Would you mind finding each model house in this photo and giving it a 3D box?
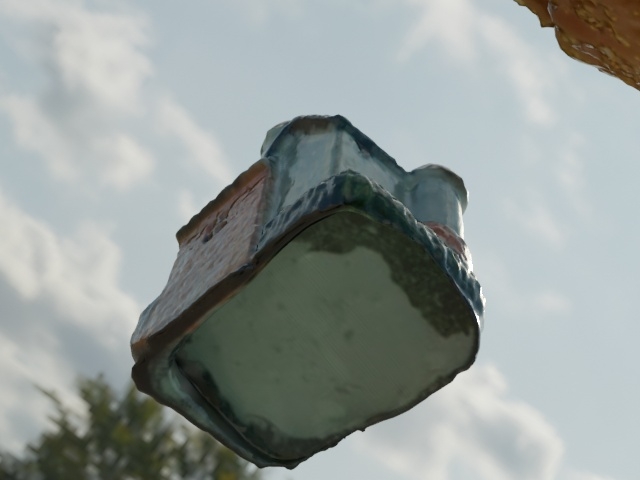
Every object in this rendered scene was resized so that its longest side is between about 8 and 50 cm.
[{"bbox_3d":[0.000,0.000,1.495,0.184,0.291,0.253,37,-58,-24],"label":"model house"}]

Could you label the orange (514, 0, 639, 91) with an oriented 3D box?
[{"bbox_3d":[0.218,-0.230,1.017,0.340,0.293,0.340,45,2,-2],"label":"orange"}]
